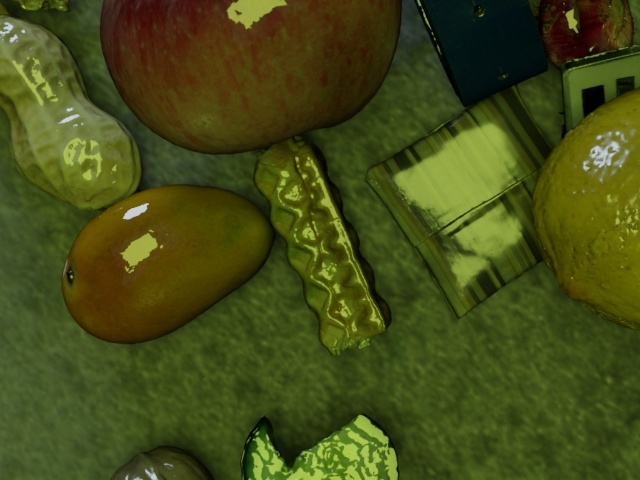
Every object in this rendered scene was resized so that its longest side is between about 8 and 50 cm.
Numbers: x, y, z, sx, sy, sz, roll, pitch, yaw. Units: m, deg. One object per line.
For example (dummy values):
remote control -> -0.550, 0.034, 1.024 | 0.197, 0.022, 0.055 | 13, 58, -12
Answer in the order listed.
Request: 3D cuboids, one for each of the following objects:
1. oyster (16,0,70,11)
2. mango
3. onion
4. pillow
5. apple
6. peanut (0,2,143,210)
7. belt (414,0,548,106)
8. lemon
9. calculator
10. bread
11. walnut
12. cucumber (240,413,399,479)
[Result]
oyster -> -0.390, -0.329, 1.720 | 0.209, 0.132, 0.072 | 7, 134, 1
mango -> -0.184, 0.018, 1.678 | 0.254, 0.175, 0.139 | -32, 50, -1
onion -> 0.286, -0.256, 1.665 | 0.140, 0.150, 0.150 | 3, 93, 42
pillow -> 0.193, -0.050, 1.699 | 0.212, 0.052, 0.208 | -33, 90, 1
apple -> -0.070, -0.228, 1.585 | 0.345, 0.344, 0.269 | -22, 121, 5
peanut -> -0.328, -0.156, 1.702 | 0.136, 0.120, 0.298 | -36, 87, 1
belt -> 0.139, -0.324, 1.608 | 0.117, 0.212, 0.347 | -23, 104, 6
lemon -> 0.377, -0.044, 1.573 | 0.258, 0.258, 0.310 | 44, 87, 1
calculator -> 0.400, -0.176, 1.639 | 0.262, 0.161, 0.021 | -13, 54, 5
bread -> -0.001, 0.000, 1.692 | 0.098, 0.087, 0.269 | -25, 93, -24
walnut -> -0.183, 0.326, 1.705 | 0.140, 0.140, 0.162 | -16, 102, 5
cucumber -> 0.000, 0.290, 1.695 | 0.191, 0.130, 0.191 | 0, 92, 0
